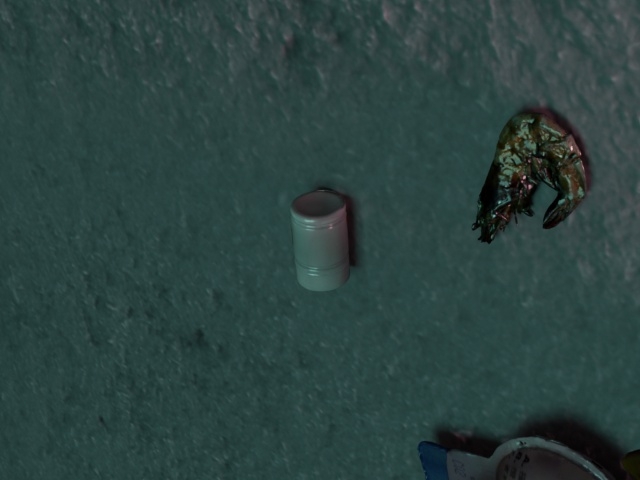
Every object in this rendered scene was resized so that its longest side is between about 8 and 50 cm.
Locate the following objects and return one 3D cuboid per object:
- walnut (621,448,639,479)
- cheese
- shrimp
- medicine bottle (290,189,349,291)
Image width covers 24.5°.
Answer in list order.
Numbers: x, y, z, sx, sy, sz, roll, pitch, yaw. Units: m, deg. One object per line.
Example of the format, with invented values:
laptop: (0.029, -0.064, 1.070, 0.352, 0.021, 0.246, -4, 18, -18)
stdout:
walnut: (0.384, 0.210, 1.140, 0.336, 0.209, 0.209, 15, 128, 39)
cheese: (0.209, 0.262, 1.452, 0.286, 0.074, 0.189, 7, 122, 46)
shrimp: (0.180, -0.040, 1.289, 0.091, 0.034, 0.161, 38, 138, 17)
medicine bottle: (0.000, 0.000, 1.481, 0.057, 0.057, 0.089, 21, 131, 34)
